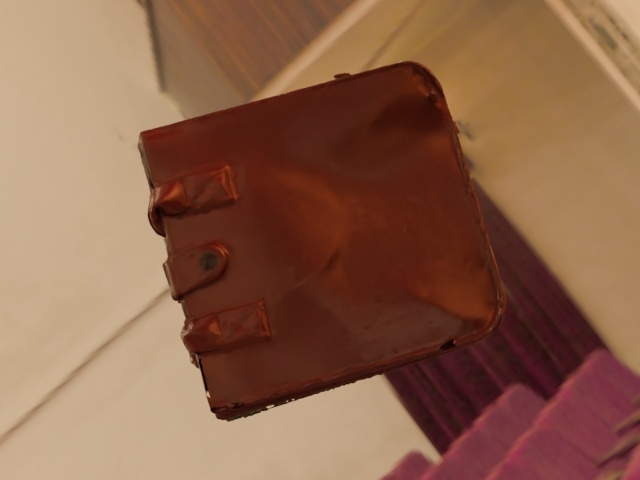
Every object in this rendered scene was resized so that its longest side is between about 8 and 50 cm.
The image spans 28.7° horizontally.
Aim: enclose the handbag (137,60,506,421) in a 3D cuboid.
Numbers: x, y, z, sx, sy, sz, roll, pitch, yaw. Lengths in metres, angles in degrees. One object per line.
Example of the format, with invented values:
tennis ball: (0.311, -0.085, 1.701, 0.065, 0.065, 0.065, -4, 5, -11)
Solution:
handbag: (0.000, 0.000, 1.071, 0.276, 0.260, 0.084, -14, -7, -6)
